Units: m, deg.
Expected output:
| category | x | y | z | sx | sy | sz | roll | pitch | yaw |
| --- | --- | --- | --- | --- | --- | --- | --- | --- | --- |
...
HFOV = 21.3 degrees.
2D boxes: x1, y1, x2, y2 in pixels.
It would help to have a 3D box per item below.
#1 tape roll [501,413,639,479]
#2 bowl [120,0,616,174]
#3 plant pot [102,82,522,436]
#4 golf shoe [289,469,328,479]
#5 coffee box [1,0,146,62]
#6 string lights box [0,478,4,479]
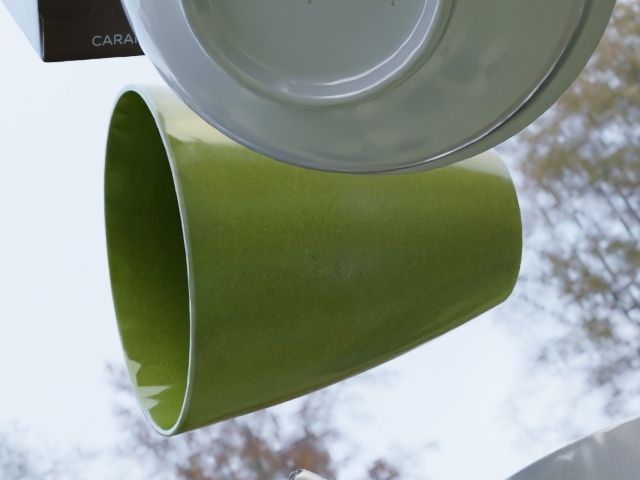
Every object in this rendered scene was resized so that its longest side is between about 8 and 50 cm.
| category | x | y | z | sx | sy | sz | roll | pitch | yaw |
| --- | --- | --- | --- | --- | --- | --- | --- | --- | --- |
| tape roll | 0.290 | 0.239 | 1.496 | 0.392 | 0.072 | 0.392 | -16 | -25 | -8 |
| bowl | 0.008 | -0.154 | 0.895 | 0.298 | 0.298 | 0.134 | -46 | 6 | 25 |
| plant pot | 0.000 | 0.000 | 1.363 | 0.294 | 0.274 | 0.274 | -6 | -38 | -19 |
| golf shoe | -0.046 | 0.220 | 1.101 | 0.176 | 0.086 | 0.069 | -43 | 10 | 1 |
| coffee box | -0.146 | -0.206 | 1.129 | 0.141 | 0.246 | 0.098 | -8 | -63 | -20 |
| string lights box | -0.240 | 0.268 | 1.376 | 0.260 | 0.133 | 0.077 | 10 | -17 | 24 |
